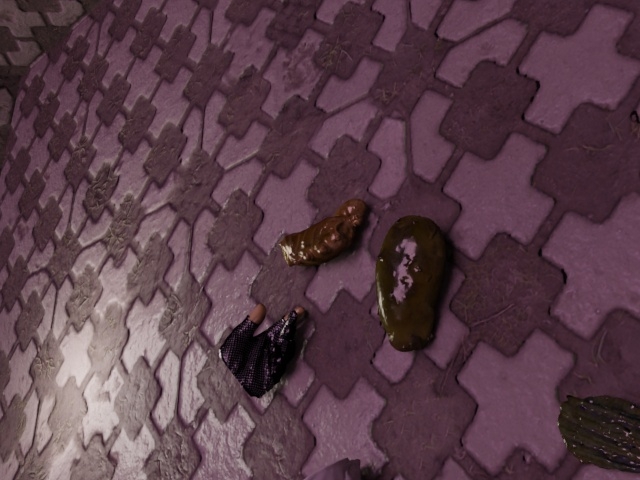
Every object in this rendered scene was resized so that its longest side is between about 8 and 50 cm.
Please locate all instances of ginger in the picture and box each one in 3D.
[{"bbox_3d":[0.003,0.005,1.415,0.205,0.081,0.115,-37,42,29],"label":"ginger"}]

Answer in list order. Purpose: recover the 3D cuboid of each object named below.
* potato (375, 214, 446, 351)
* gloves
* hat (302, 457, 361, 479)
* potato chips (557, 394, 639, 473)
[{"bbox_3d":[0.145,0.068,1.229,0.117,0.090,0.226,0,79,41],"label":"potato"},{"bbox_3d":[-0.093,0.198,1.441,0.180,0.106,0.129,-37,43,-9],"label":"gloves"},{"bbox_3d":[0.011,0.441,1.160,0.203,0.203,0.126,-49,62,20],"label":"hat"},{"bbox_3d":[0.383,0.245,0.937,0.207,0.028,0.092,4,77,50],"label":"potato chips"}]
